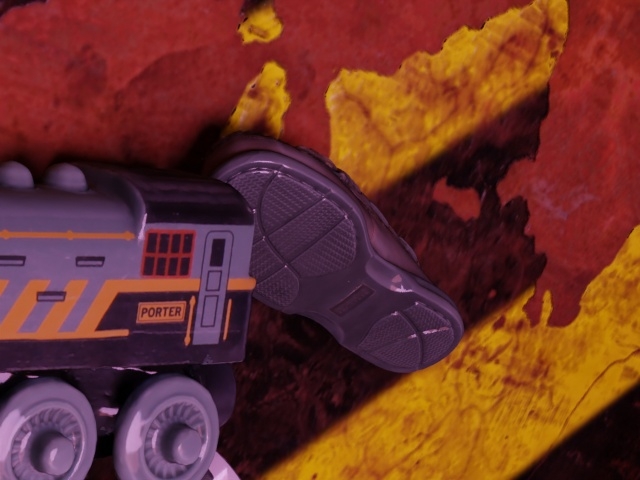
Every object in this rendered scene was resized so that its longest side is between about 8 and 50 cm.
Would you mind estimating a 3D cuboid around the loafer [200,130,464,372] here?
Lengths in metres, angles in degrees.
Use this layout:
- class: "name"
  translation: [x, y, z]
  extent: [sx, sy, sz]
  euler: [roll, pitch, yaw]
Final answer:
- class: "loafer"
  translation: [0.000, 0.000, 1.213]
  extent: [0.096, 0.084, 0.267]
  euler: [-32, 137, 15]

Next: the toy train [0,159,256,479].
- class: "toy train"
  translation: [-0.177, 0.048, 1.014]
  extent: [0.334, 0.142, 0.190]
  euler: [1, 99, -44]

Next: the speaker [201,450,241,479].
- class: "speaker"
  translation: [-0.116, 0.194, 1.207]
  extent: [0.136, 0.055, 0.055]
  euler: [-42, 136, -20]
